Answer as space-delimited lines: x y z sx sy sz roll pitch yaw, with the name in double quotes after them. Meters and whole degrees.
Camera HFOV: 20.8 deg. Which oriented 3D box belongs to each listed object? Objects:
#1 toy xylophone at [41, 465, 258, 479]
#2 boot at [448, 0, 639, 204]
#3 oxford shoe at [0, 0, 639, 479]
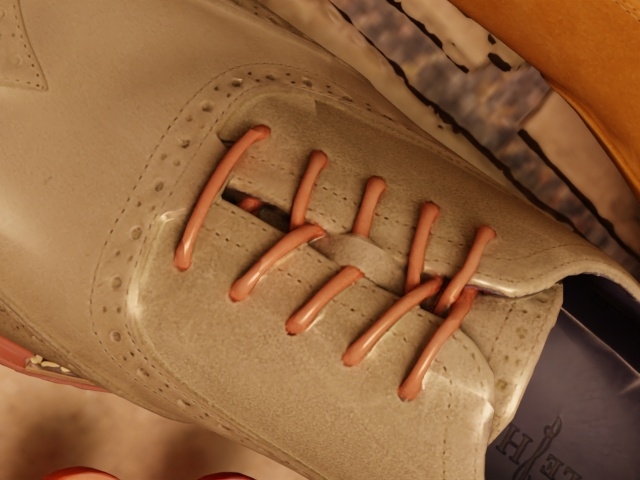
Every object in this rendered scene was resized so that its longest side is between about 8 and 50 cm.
-0.151 0.173 0.550 0.323 0.081 0.236 11 90 -26 "toy xylophone"
0.113 -0.053 0.582 0.211 0.104 0.295 26 139 3 "boot"
0.000 0.000 0.508 0.397 0.146 0.140 32 74 -21 "oxford shoe"
